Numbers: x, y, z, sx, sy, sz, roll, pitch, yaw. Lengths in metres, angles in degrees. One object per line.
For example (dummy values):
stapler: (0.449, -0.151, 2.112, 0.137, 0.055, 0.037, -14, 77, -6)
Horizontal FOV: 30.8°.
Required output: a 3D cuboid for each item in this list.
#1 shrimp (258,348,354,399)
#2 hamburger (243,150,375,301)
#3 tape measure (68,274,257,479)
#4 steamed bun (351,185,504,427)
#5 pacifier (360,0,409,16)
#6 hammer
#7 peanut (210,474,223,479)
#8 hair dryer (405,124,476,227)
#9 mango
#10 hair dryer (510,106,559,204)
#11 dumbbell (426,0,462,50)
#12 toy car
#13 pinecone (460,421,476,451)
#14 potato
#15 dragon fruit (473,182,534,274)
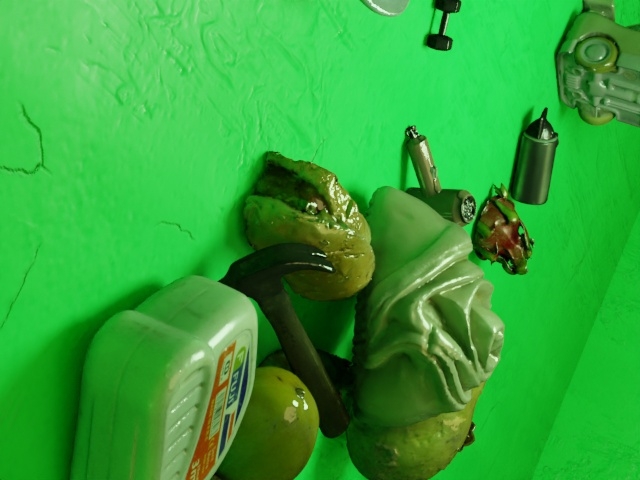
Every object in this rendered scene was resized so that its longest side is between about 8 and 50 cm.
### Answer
shrimp: (-0.024, 0.237, 1.730, 0.317, 0.062, 0.164, 4, 108, -61)
hamburger: (0.000, 0.000, 1.511, 0.124, 0.131, 0.262, -67, 153, -17)
tape measure: (-0.177, 0.184, 1.283, 0.265, 0.130, 0.258, -41, 146, -57)
steamed bun: (0.159, 0.108, 1.710, 0.309, 0.220, 0.324, 94, 3, -46)
pacifier: (0.125, -0.401, 1.383, 0.279, 0.207, 0.227, -47, 130, -42)
hammer: (-0.029, 0.150, 1.543, 0.168, 0.044, 0.440, -26, 143, -4)
peanut: (-0.166, 0.388, 1.516, 0.089, 0.089, 0.192, -9, 121, -63)
hair dryer: (0.174, -0.103, 1.856, 0.064, 0.117, 0.181, -47, 127, -39)
mango: (-0.084, 0.264, 1.515, 0.114, 0.157, 0.251, -108, -161, -47)
hair dryer: (0.474, -0.209, 2.456, 0.248, 0.078, 0.195, -49, 149, -58)
dumbbell: (0.189, -0.332, 1.771, 0.036, 0.040, 0.083, -102, -158, -71)
toy car: (0.684, -0.365, 2.431, 0.226, 0.336, 0.242, -63, 155, -21)
pinecone: (0.199, 0.307, 2.122, 0.150, 0.179, 0.195, -7, 110, -31)
potato: (0.148, 0.287, 1.948, 0.229, 0.229, 0.266, 19, 87, -66)
dragon fruit: (0.366, -0.011, 2.323, 0.138, 0.175, 0.142, -40, 174, -33)
